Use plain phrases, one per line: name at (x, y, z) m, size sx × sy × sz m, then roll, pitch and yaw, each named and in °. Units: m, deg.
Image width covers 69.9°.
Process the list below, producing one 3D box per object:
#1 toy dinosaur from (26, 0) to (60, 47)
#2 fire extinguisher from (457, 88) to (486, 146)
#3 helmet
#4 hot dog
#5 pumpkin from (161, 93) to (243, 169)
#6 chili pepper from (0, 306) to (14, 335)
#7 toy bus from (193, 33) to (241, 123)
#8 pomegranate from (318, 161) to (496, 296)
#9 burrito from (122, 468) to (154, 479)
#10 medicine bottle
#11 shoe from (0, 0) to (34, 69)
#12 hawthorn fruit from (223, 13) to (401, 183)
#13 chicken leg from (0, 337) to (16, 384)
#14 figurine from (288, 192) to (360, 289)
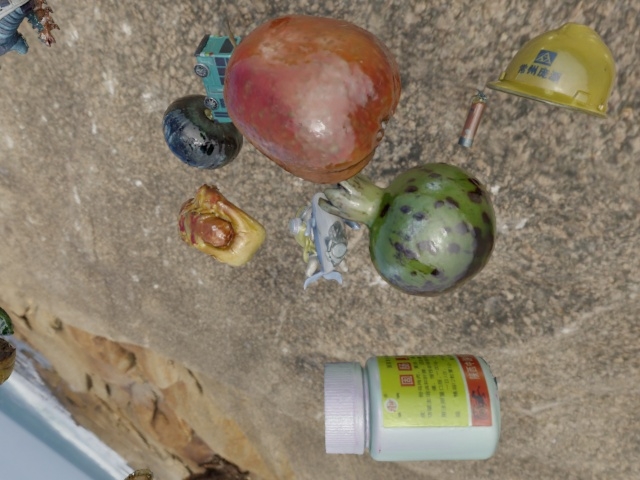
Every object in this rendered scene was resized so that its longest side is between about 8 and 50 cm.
toy dinosaur at (-0.594, -0.477, 0.965) m, size 0.154 × 0.055 × 0.049 m, roll 64°, pitch 173°, yaw 2°
fire extinguisher at (0.229, -0.185, 0.691) m, size 0.028 × 0.023 × 0.083 m, roll 37°, pitch 123°, yaw 43°
helmet at (0.424, -0.306, 0.809) m, size 0.205 × 0.257 × 0.140 m, roll 33°, pitch 116°, yaw 37°
hot dog at (-0.252, -0.043, 1.087) m, size 0.153 × 0.150 × 0.257 m, roll 35°, pitch 176°, yaw -39°
pumpkin at (-0.337, -0.313, 1.327) m, size 0.233 × 0.233 × 0.163 m, roll 38°, pitch 128°, yaw -2°
chili pepper at (-0.462, 0.065, 0.594) m, size 0.073 × 0.050 × 0.182 m, roll 1°, pitch 139°, yaw -9°
toy bus at (-0.186, -0.315, 0.911) m, size 0.092 × 0.079 × 0.160 m, roll 5°, pitch 142°, yaw 7°
pomegranate at (0.167, -0.049, 0.818) m, size 0.306 × 0.242 × 0.242 m, roll 49°, pitch 143°, yaw 0°
burrito at (-0.302, 0.484, 0.707) m, size 0.061 × 0.225 × 0.087 m, roll 5°, pitch 164°, yaw 0°
medicine bottle at (0.119, 0.230, 0.637) m, size 0.226 × 0.139 × 0.139 m, roll -2°, pitch 136°, yaw 2°
shoe at (-0.651, -0.428, 0.935) m, size 0.091 × 0.207 × 0.106 m, roll 54°, pitch -167°, yaw 27°
hawthorn fruit at (-0.029, -0.148, 0.443) m, size 0.204 × 0.162 × 0.162 m, roll 23°, pitch 143°, yaw 4°
chicken leg at (-0.450, 0.164, 0.544) m, size 0.070 × 0.178 × 0.093 m, roll -18°, pitch 102°, yaw 23°
figurine at (0.000, 0.000, 0.996) m, size 0.184 × 0.129 × 0.208 m, roll -156°, pitch 64°, yaw -62°
